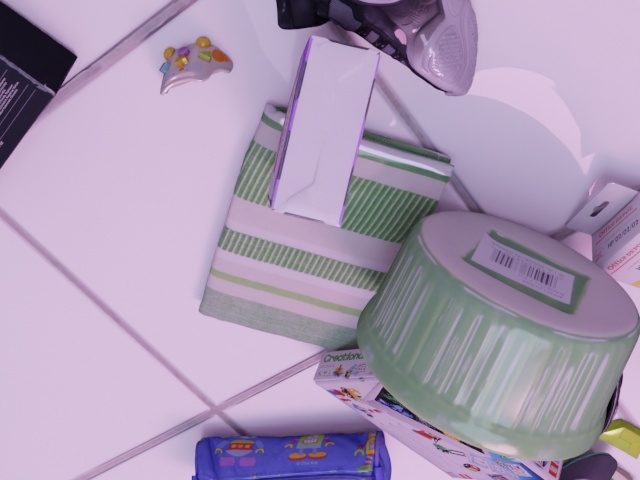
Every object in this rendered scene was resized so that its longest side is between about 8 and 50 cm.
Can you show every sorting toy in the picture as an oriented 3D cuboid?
[{"bbox_3d":[-0.145,-0.182,0.909,0.083,0.075,0.045,-15,123,13],"label":"sorting toy"}]

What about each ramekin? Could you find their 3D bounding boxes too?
[{"bbox_3d":[0.206,0.090,0.950,0.303,0.303,0.148,16,115,-8],"label":"ramekin"}]

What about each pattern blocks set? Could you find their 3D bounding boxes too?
[{"bbox_3d":[0.383,0.374,1.296,0.324,0.026,0.285,24,122,-13],"label":"pattern blocks set"}]

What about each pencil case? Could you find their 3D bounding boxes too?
[{"bbox_3d":[-0.047,0.349,1.241,0.306,0.133,0.119,-4,91,5],"label":"pencil case"}]

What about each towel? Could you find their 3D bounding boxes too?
[{"bbox_3d":[0.000,0.000,1.053,0.247,0.038,0.325,16,125,-7],"label":"towel"}]

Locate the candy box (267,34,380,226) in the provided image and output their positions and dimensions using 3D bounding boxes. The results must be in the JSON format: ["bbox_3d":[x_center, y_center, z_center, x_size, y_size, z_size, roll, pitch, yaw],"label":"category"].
[{"bbox_3d":[-0.002,-0.108,0.848,0.070,0.196,0.165,13,95,-6],"label":"candy box"}]

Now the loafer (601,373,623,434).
[{"bbox_3d":[0.373,0.167,1.119,0.076,0.078,0.223,-7,124,7],"label":"loafer"}]

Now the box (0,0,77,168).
[{"bbox_3d":[-0.425,-0.151,0.931,0.184,0.103,0.261,35,120,-23],"label":"box"}]

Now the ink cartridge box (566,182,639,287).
[{"bbox_3d":[0.399,0.007,0.999,0.181,0.062,0.104,18,144,-9],"label":"ink cartridge box"}]

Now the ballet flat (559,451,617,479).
[{"bbox_3d":[0.356,0.387,1.247,0.203,0.074,0.074,-32,117,23],"label":"ballet flat"}]

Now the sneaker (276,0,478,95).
[{"bbox_3d":[0.052,-0.236,0.850,0.153,0.101,0.268,6,161,38],"label":"sneaker"}]

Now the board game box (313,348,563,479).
[{"bbox_3d":[0.161,0.241,1.133,0.305,0.053,0.193,39,148,-27],"label":"board game box"}]
